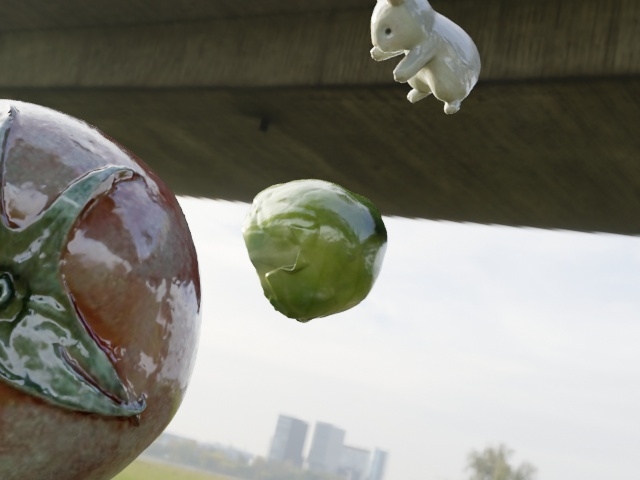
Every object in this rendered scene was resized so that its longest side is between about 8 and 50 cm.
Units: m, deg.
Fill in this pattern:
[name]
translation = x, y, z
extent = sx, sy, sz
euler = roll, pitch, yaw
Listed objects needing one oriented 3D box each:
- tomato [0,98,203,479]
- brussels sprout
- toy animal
[tomato]
translation = -0.246, 0.051, 0.703
extent = 0.317, 0.316, 0.282
euler = 17, -13, -13
[brussels sprout]
translation = 0.004, 0.001, 0.944
extent = 0.122, 0.151, 0.149
euler = -18, -19, 25
[toy animal]
translation = 0.135, -0.325, 1.468
extent = 0.282, 0.138, 0.140
euler = 35, 6, -31
